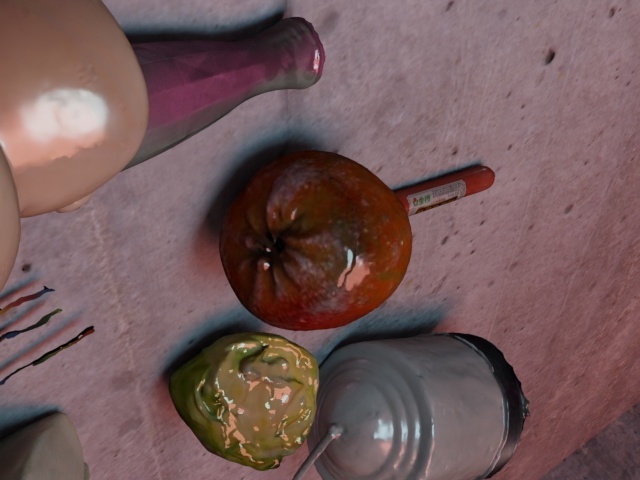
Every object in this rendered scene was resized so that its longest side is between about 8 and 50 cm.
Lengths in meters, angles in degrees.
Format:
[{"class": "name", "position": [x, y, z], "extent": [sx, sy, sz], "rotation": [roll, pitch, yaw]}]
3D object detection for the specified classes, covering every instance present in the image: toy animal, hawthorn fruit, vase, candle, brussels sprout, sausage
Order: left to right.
[{"class": "toy animal", "position": [-0.216, -0.051, 0.523], "extent": [0.210, 0.230, 0.221], "rotation": [-7, 173, 40]}, {"class": "vase", "position": [-0.090, -0.114, 0.733], "extent": [0.214, 0.086, 0.086], "rotation": [-25, 148, -38]}, {"class": "brussels sprout", "position": [-0.085, 0.164, 1.086], "extent": [0.149, 0.122, 0.152], "rotation": [-32, 116, -33]}, {"class": "hawthorn fruit", "position": [0.000, 0.000, 0.916], "extent": [0.173, 0.173, 0.173], "rotation": [-31, 150, -20]}, {"class": "candle", "position": [0.114, 0.233, 1.326], "extent": [0.342, 0.221, 0.221], "rotation": [4, 128, -52]}, {"class": "sausage", "position": [0.117, -0.049, 1.132], "extent": [0.253, 0.034, 0.034], "rotation": [-19, 144, -38]}]

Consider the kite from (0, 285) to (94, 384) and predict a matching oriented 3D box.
[{"class": "kite", "position": [-0.325, 0.128, 0.831], "extent": [0.285, 0.015, 0.152], "rotation": [-31, 152, -11]}]

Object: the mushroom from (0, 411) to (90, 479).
[{"class": "mushroom", "position": [-0.374, 0.310, 0.879], "extent": [0.407, 0.154, 0.137], "rotation": [-36, 123, -14]}]
